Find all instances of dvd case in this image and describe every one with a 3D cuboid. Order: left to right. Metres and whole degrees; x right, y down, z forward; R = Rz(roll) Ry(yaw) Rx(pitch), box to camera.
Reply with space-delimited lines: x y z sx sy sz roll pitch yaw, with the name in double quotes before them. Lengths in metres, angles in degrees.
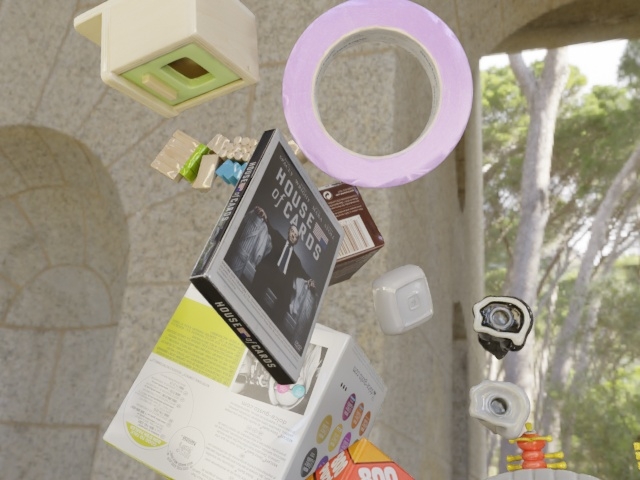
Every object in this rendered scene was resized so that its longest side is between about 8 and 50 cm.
"dvd case" -0.047 0.013 0.755 0.030 0.238 0.179 -11 -50 30

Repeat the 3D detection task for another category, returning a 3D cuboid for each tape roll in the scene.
"tape roll" 0.083 -0.216 1.007 0.275 0.274 0.090 4 5 2

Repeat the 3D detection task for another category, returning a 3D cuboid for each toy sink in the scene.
"toy sink" -0.230 -0.276 0.989 0.234 0.131 0.153 -13 -20 25

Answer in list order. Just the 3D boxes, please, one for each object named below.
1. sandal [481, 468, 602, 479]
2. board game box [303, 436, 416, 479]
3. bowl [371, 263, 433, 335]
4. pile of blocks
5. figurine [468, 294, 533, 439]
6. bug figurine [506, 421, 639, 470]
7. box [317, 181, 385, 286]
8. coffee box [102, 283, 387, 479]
"sandal" 0.291 0.311 0.587 0.417 0.169 0.102 -7 -61 46
"board game box" 0.008 0.443 0.464 0.356 0.356 0.356 40 -50 1
"bowl" 0.189 0.133 1.472 0.142 0.142 0.053 -20 12 -31
"pile of blocks" -0.193 -0.155 1.494 0.363 0.148 0.112 4 -23 23
"figurine" 0.292 0.215 1.102 0.093 0.214 0.209 3 -16 13
"bug figurine" 0.419 0.362 0.982 0.279 0.216 0.072 -13 -26 17
"box" 0.000 0.000 1.452 0.169 0.166 0.203 -18 -16 -29
"coffee box" -0.117 0.323 1.247 0.339 0.334 0.337 17 -21 26
